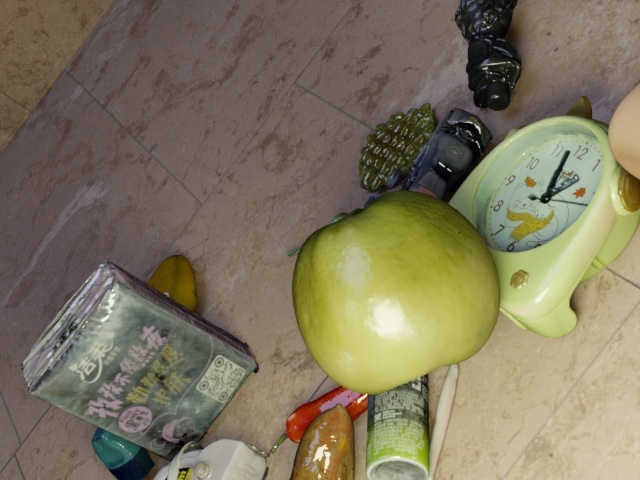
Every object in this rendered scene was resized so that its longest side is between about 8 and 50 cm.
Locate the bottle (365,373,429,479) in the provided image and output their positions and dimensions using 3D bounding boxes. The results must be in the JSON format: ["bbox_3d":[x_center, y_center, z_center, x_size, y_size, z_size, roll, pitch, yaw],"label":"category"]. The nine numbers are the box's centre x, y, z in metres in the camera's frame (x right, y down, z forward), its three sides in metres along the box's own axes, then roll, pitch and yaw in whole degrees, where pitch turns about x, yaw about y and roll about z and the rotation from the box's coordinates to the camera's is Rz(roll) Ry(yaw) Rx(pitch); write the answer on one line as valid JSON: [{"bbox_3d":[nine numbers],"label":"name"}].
[{"bbox_3d":[0.119,0.216,1.600,0.093,0.093,0.330,-30,36,30],"label":"bottle"}]

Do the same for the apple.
[{"bbox_3d":[0.101,0.071,1.468,0.291,0.254,0.292,-29,0,0],"label":"apple"}]

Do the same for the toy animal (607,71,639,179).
[{"bbox_3d":[0.523,-0.109,1.335,0.237,0.269,0.326,-45,68,14],"label":"toy animal"}]

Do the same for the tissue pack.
[{"bbox_3d":[-0.317,0.226,1.882,0.259,0.361,0.122,-52,35,4],"label":"tissue pack"}]

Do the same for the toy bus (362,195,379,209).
[{"bbox_3d":[0.081,-0.007,1.878,0.051,0.061,0.153,9,67,50],"label":"toy bus"}]

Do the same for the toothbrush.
[{"bbox_3d":[0.163,0.318,1.540,0.025,0.029,0.307,-19,47,51],"label":"toothbrush"}]

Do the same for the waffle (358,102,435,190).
[{"bbox_3d":[0.142,-0.177,1.971,0.183,0.036,0.169,-25,43,34],"label":"waffle"}]

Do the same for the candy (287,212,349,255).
[{"bbox_3d":[0.000,0.000,1.987,0.202,0.061,0.061,-25,44,46],"label":"candy"}]

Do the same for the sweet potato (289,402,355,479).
[{"bbox_3d":[-0.021,0.436,1.597,0.109,0.109,0.386,12,83,52],"label":"sweet potato"}]

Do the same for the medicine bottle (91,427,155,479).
[{"bbox_3d":[-0.366,0.348,2.070,0.079,0.124,0.258,-31,29,35],"label":"medicine bottle"}]

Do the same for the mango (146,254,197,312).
[{"bbox_3d":[-0.314,0.111,2.207,0.137,0.098,0.195,-28,35,36],"label":"mango"}]

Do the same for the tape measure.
[{"bbox_3d":[-0.214,0.448,1.786,0.197,0.120,0.236,2,57,43],"label":"tape measure"}]

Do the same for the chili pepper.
[{"bbox_3d":[0.018,0.279,1.717,0.272,0.063,0.071,-35,52,21],"label":"chili pepper"}]

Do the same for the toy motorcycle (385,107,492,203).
[{"bbox_3d":[0.197,-0.119,1.755,0.307,0.108,0.173,-57,4,-31],"label":"toy motorcycle"}]

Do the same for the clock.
[{"bbox_3d":[0.345,-0.050,1.564,0.348,0.117,0.286,-53,35,0],"label":"clock"}]

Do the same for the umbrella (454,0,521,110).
[{"bbox_3d":[0.303,-0.338,1.870,0.122,0.110,0.273,-27,48,32],"label":"umbrella"}]
